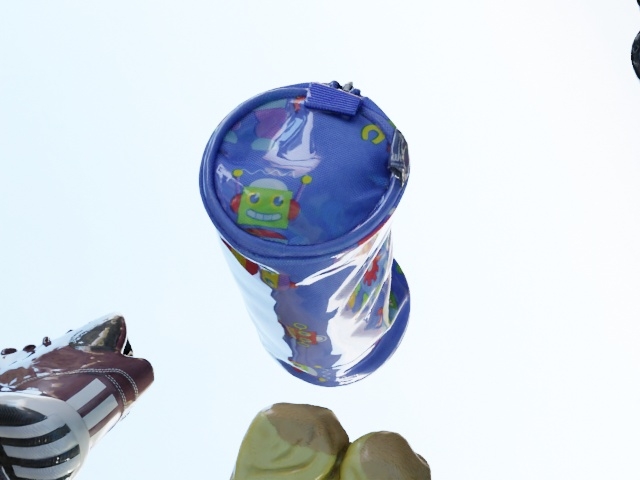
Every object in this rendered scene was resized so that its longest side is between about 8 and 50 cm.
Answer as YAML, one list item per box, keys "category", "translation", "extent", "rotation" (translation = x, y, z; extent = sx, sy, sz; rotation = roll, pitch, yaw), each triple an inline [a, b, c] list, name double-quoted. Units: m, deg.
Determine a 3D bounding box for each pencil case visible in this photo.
- category: "pencil case"
  translation: [0.000, 0.000, 0.992]
  extent: [0.133, 0.119, 0.306]
  rotation: [-62, -13, -16]

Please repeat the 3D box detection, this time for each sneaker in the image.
- category: "sneaker"
  translation: [-0.232, 0.121, 1.200]
  extent: [0.162, 0.281, 0.106]
  rotation: [-37, -63, -38]

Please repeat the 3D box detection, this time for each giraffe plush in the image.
- category: "giraffe plush"
  translation: [-0.007, 0.195, 0.970]
  extent: [0.181, 0.210, 0.170]
  rotation: [53, -170, 2]

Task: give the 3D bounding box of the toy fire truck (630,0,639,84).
- category: "toy fire truck"
  translation: [0.323, -0.133, 0.952]
  extent: [0.158, 0.246, 0.217]
  rotation: [35, -130, -67]
